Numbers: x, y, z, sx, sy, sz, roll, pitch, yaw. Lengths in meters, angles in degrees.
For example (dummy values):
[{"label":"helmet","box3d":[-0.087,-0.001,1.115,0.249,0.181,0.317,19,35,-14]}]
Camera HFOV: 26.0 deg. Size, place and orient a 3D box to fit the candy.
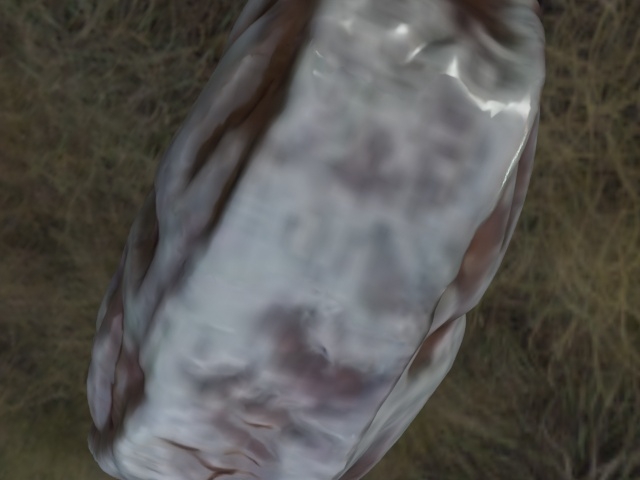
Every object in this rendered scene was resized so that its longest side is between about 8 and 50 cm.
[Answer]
[{"label":"candy","box3d":[0.000,0.000,0.612,0.157,0.214,0.290,24,121,-8]}]
